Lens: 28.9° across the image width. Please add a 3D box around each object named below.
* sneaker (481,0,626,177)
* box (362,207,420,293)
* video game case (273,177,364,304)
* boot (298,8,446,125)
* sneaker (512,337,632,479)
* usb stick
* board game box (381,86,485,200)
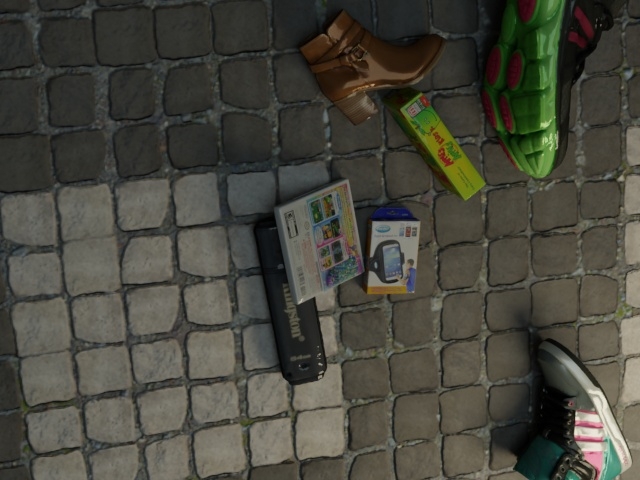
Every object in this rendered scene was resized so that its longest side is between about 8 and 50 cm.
[{"bbox_3d":[0.368,-0.317,1.843,0.202,0.185,0.482,-6,116,-22],"label":"sneaker"},{"bbox_3d":[0.112,0.016,1.952,0.081,0.028,0.136,-1,107,-16],"label":"box"},{"bbox_3d":[0.000,0.000,1.889,0.143,0.019,0.157,-25,113,-36],"label":"video game case"},{"bbox_3d":[0.078,-0.284,1.835,0.197,0.073,0.152,-40,108,-5],"label":"boot"},{"bbox_3d":[0.391,0.320,2.073,0.178,0.124,0.295,-37,113,-14],"label":"sneaker"},{"bbox_3d":[-0.045,0.091,1.918,0.077,0.045,0.278,-14,109,-13],"label":"usb stick"},{"bbox_3d":[0.171,-0.150,1.886,0.043,0.092,0.181,-39,112,-3],"label":"board game box"}]
